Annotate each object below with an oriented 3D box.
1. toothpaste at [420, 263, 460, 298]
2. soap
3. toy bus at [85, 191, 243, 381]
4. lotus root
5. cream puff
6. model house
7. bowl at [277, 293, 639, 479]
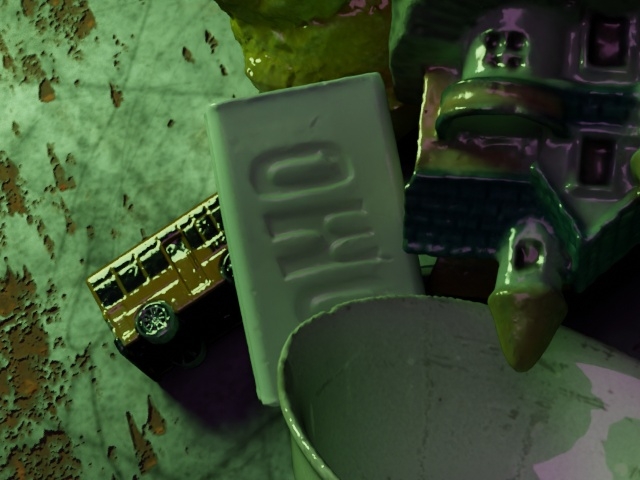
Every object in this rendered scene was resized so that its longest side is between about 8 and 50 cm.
[{"bbox_3d":[0.065,0.042,1.509,0.197,0.057,0.035,-6,62,11],"label":"toothpaste"},{"bbox_3d":[0.000,0.000,1.436,0.159,0.087,0.265,-11,90,-5],"label":"soap"},{"bbox_3d":[-0.107,0.031,1.543,0.201,0.098,0.114,-34,61,2],"label":"toy bus"},{"bbox_3d":[0.170,-0.026,1.467,0.135,0.095,0.159,6,50,5],"label":"lotus root"},{"bbox_3d":[0.040,-0.268,1.542,0.274,0.270,0.323,-5,66,11],"label":"cream puff"},{"bbox_3d":[0.177,-0.061,1.314,0.267,0.194,0.325,5,72,7],"label":"model house"},{"bbox_3d":[0.145,0.235,1.260,0.435,0.435,0.196,35,118,28],"label":"bowl"}]
